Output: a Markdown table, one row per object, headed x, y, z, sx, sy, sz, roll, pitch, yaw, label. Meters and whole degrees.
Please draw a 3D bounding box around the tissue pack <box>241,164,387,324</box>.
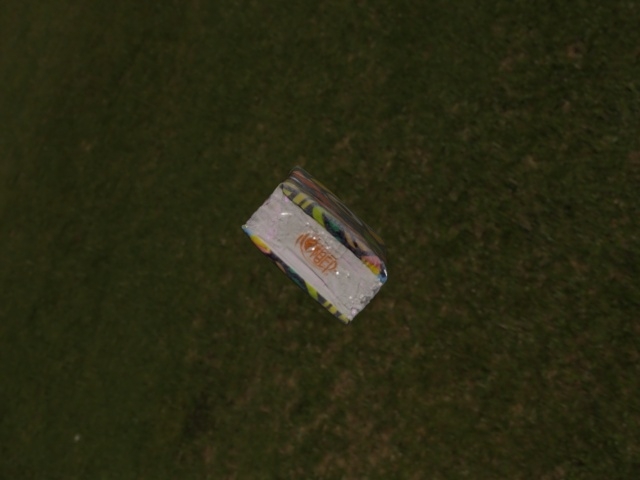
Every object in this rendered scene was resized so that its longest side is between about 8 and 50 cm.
| x | y | z | sx | sy | sz | roll | pitch | yaw | label |
| --- | --- | --- | --- | --- | --- | --- | --- | --- | --- |
| 0.000 | 0.000 | 0.769 | 0.060 | 0.109 | 0.148 | -49 | 4 | 9 | tissue pack |
